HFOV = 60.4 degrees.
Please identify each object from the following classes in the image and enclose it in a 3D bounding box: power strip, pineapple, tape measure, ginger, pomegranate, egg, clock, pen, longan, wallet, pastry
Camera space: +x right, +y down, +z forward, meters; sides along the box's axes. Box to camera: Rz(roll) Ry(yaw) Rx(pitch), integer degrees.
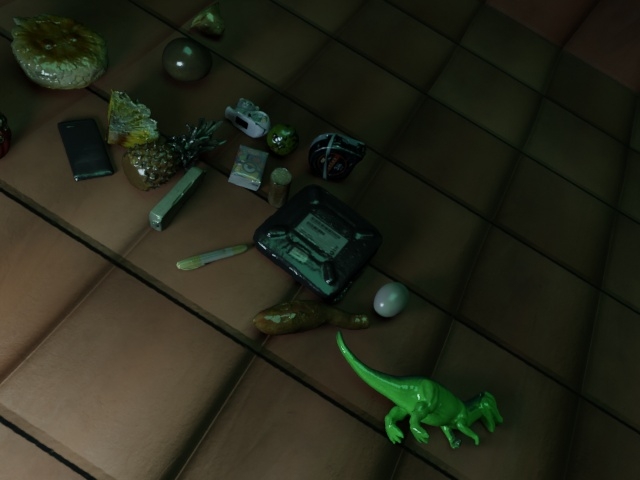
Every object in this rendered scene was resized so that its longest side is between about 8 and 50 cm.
[{"bbox_3d":[-0.459,-0.143,1.783,0.048,0.080,0.285,30,53,2],"label":"power strip"},{"bbox_3d":[-0.649,-0.394,1.861,0.236,0.114,0.186,44,54,7],"label":"pineapple"},{"bbox_3d":[0.048,-0.309,2.012,0.181,0.182,0.107,24,50,-17],"label":"tape measure"},{"bbox_3d":[-0.446,-0.922,2.299,0.123,0.115,0.193,38,43,-20],"label":"ginger"},{"bbox_3d":[-0.143,-0.380,2.040,0.122,0.122,0.161,1,31,-20],"label":"pomegranate"},{"bbox_3d":[-0.471,-0.290,1.828,0.165,0.165,0.365,46,53,13],"label":"pineapple"},{"bbox_3d":[0.232,0.193,1.797,0.103,0.103,0.135,43,57,10],"label":"egg"},{"bbox_3d":[-0.256,-0.465,2.066,0.176,0.080,0.117,34,53,6],"label":"clock"},{"bbox_3d":[-0.336,0.054,1.729,0.234,0.032,0.040,-15,88,-28],"label":"pen"},{"bbox_3d":[-0.501,-0.681,2.076,0.187,0.167,0.167,-1,56,-46],"label":"longan"},{"bbox_3d":[-0.773,-0.304,1.809,0.124,0.025,0.244,-15,64,-28],"label":"wallet"},{"bbox_3d":[-0.906,-0.647,1.914,0.330,0.136,0.329,10,55,-15],"label":"pastry"}]

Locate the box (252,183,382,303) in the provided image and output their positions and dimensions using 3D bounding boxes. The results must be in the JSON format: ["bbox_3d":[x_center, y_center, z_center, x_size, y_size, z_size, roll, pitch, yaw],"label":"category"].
[{"bbox_3d":[0.000,0.000,1.849,0.359,0.091,0.350,37,53,8],"label":"box"}]

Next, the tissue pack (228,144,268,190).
[{"bbox_3d":[-0.252,-0.259,1.945,0.109,0.060,0.148,18,55,-10],"label":"tissue pack"}]

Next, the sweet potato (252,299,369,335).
[{"bbox_3d":[-0.028,0.234,1.685,0.386,0.109,0.109,1,58,-27],"label":"sweet potato"}]

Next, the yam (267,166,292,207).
[{"bbox_3d":[-0.142,-0.181,1.895,0.084,0.127,0.084,7,54,-10],"label":"yam"}]

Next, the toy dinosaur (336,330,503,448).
[{"bbox_3d":[0.314,0.414,1.665,0.375,0.144,0.499,-22,73,-35],"label":"toy dinosaur"}]

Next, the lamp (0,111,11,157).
[{"bbox_3d":[-1.024,-0.324,1.614,0.227,0.227,0.226,9,56,-14],"label":"lamp"}]
